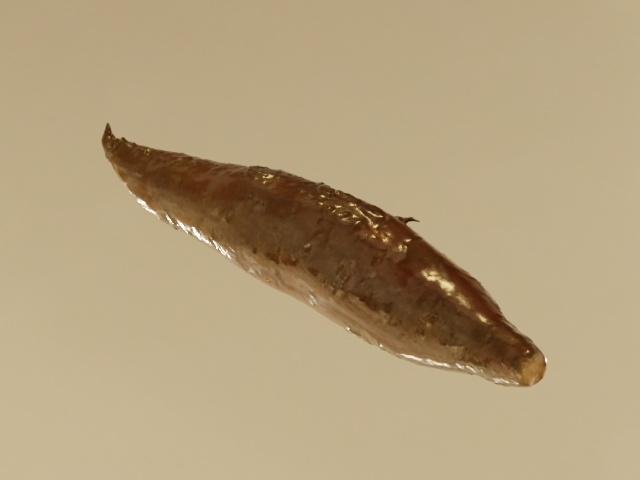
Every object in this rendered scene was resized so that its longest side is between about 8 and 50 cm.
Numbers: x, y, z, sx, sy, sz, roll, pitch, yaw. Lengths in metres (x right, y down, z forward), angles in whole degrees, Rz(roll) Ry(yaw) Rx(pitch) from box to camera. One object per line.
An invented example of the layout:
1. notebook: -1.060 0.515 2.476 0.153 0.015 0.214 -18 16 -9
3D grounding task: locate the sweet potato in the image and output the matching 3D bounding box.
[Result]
1. sweet potato: 0.000 0.000 0.917 0.314 0.066 0.072 31 -104 31
